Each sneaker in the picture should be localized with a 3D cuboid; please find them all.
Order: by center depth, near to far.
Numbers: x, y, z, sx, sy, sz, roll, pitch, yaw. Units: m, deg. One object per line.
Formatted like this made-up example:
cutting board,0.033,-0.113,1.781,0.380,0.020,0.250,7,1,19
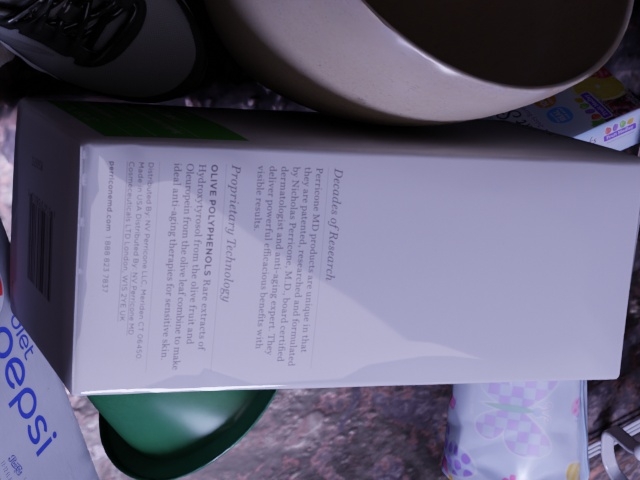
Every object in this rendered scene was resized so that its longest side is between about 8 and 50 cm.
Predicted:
sneaker,-0.172,-0.150,0.848,0.271,0.108,0.100,31,106,-40

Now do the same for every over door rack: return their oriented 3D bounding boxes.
over door rack,0.279,0.144,1.357,0.240,0.108,0.324,-26,131,-10

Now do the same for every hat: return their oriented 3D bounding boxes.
hat,-0.152,0.063,1.026,0.208,0.173,0.183,-43,131,3

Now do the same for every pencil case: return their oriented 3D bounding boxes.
pencil case,0.171,0.079,1.182,0.124,0.113,0.273,5,101,0

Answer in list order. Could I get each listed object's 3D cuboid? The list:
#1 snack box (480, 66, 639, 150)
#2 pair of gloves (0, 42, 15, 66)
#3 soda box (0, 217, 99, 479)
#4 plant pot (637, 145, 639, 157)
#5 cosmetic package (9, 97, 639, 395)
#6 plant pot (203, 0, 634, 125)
snack box,0.172,-0.092,1.131,0.141,0.100,0.037,-23,131,-11
pair of gloves,-0.193,-0.219,0.883,0.240,0.042,0.204,-28,132,-5
soda box,-0.247,0.081,0.966,0.091,0.098,0.286,-5,116,26
plant pot,0.357,-0.097,1.157,0.237,0.110,0.237,-38,142,-37
cosmetic package,0.000,0.000,0.926,0.366,0.197,0.155,-1,102,-24
plant pot,0.031,-0.186,0.907,0.284,0.284,0.191,10,155,-33
